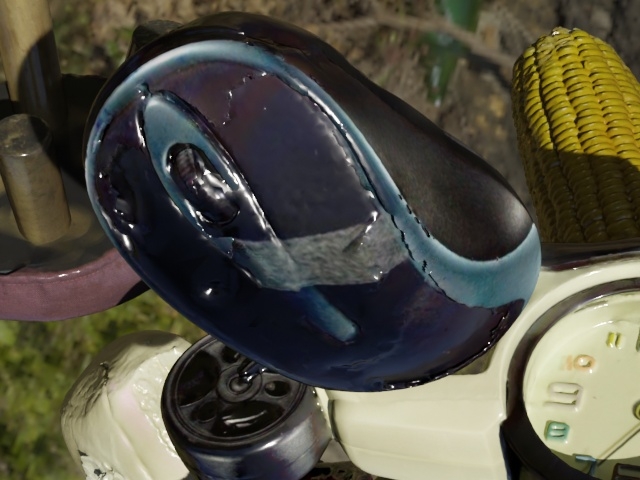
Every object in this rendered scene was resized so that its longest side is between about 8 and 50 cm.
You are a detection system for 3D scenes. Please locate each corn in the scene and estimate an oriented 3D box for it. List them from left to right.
[{"bbox_3d":[0.236,-0.045,1.221,0.131,0.344,0.131,-3,134,-3],"label":"corn"}]

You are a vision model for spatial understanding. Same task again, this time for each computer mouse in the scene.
[{"bbox_3d":[0.000,0.000,0.661,0.233,0.096,0.137,34,121,-30],"label":"computer mouse"}]

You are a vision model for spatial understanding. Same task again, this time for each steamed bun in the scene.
[{"bbox_3d":[-0.163,0.182,1.377,0.170,0.152,0.239,49,155,-8],"label":"steamed bun"}]

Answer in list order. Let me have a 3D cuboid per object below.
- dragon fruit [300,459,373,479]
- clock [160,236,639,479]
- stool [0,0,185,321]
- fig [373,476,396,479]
[{"bbox_3d":[-0.056,0.271,1.185,0.343,0.282,0.100,-29,98,43],"label":"dragon fruit"},{"bbox_3d":[0.112,0.058,0.906,0.379,0.276,0.120,10,142,21],"label":"clock"},{"bbox_3d":[-0.226,-0.084,1.186,0.272,0.272,0.178,10,135,11],"label":"stool"},{"bbox_3d":[0.111,0.265,1.369,0.195,0.244,0.195,11,-176,-1],"label":"fig"}]
